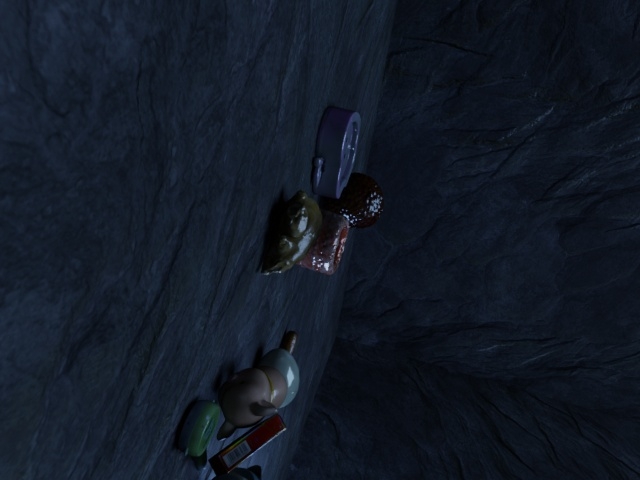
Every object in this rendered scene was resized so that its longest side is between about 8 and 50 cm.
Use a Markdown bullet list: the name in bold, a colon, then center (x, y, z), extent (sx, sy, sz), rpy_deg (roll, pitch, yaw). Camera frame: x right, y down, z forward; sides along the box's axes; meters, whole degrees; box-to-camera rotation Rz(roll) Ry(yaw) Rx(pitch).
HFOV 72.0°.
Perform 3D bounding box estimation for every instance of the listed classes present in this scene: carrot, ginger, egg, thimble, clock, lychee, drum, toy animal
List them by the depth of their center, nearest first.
- **drum**: center (-0.273, 0.452, 1.030), extent (0.253, 0.049, 0.130), rpy_deg (99, 11, -54)
- **toy animal**: center (-0.177, 0.406, 1.167), extent (0.165, 0.149, 0.248), rpy_deg (-43, 172, 12)
- **ginger**: center (-0.077, -0.008, 1.257), extent (0.219, 0.123, 0.270), rpy_deg (96, 13, -52)
- **egg**: center (-0.143, 0.453, 1.453), extent (0.151, 0.151, 0.209), rpy_deg (-52, 153, -67)
- **thimble**: center (0.000, 0.000, 1.614), extent (0.239, 0.162, 0.239), rpy_deg (16, 90, -78)
- **clock**: center (0.060, -0.332, 1.646), extent (0.338, 0.102, 0.339), rpy_deg (14, 90, -80)
- **carrot**: center (-0.149, 0.468, 1.735), extent (0.059, 0.059, 0.248), rpy_deg (89, 20, -56)
- **lychee**: center (0.137, -0.166, 1.872), extent (0.260, 0.260, 0.261), rpy_deg (14, 90, -80)

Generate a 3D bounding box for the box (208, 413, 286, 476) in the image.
- **box**: center (-0.179, 0.499, 1.080), extent (0.175, 0.048, 0.112), rpy_deg (-24, 163, -38)

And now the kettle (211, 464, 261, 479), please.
- **kettle**: center (-0.246, 0.781, 1.151), extent (0.319, 0.247, 0.342), rpy_deg (-36, 133, -58)
